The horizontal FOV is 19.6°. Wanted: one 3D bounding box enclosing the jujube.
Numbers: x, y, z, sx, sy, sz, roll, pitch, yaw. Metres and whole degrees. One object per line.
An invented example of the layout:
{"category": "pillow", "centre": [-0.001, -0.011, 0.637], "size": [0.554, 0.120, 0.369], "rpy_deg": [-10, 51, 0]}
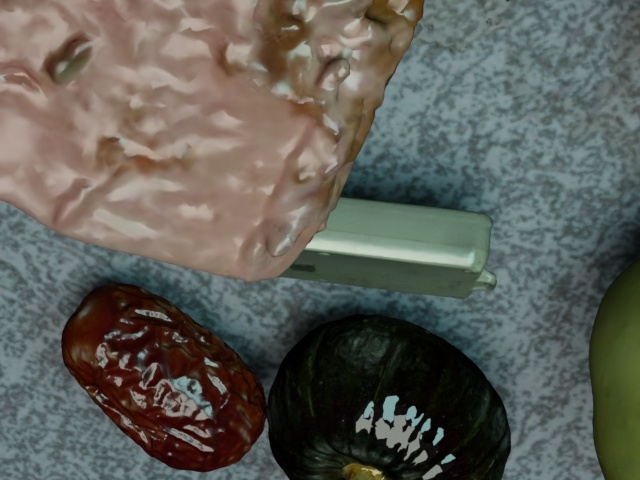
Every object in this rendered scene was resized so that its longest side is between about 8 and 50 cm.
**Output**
{"category": "jujube", "centre": [-0.126, 0.110, 1.464], "size": [0.176, 0.109, 0.112], "rpy_deg": [41, 111, -15]}

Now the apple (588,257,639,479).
{"category": "apple", "centre": [0.329, 0.109, 1.345], "size": [0.279, 0.279, 0.279], "rpy_deg": [2, 122, 3]}

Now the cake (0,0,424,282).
{"category": "cake", "centre": [-0.096, -0.172, 1.184], "size": [0.307, 0.293, 0.314], "rpy_deg": [19, 115, -12]}

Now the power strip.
{"category": "power strip", "centre": [0.000, 0.000, 1.389], "size": [0.270, 0.118, 0.046], "rpy_deg": [6, 77, 0]}

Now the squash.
{"category": "squash", "centre": [0.052, 0.148, 1.451], "size": [0.193, 0.156, 0.193], "rpy_deg": [9, 111, 24]}
